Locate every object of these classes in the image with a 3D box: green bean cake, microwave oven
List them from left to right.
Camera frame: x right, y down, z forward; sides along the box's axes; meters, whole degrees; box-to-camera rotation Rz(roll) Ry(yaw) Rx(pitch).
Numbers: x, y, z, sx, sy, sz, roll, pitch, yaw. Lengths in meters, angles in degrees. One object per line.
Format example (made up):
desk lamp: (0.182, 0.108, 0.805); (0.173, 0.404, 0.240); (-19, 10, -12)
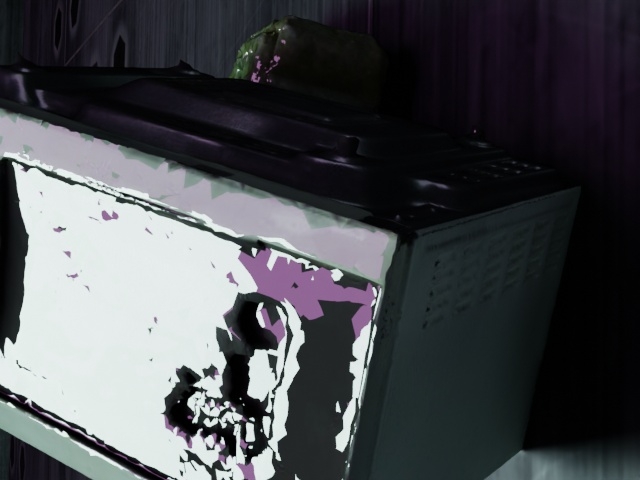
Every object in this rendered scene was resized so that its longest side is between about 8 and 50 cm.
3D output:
microwave oven: (-0.049, 0.010, 0.527); (0.295, 0.237, 0.181); (18, 108, 30)
green bean cake: (-0.031, -0.068, 0.754); (0.185, 0.094, 0.183); (-147, 70, -76)
